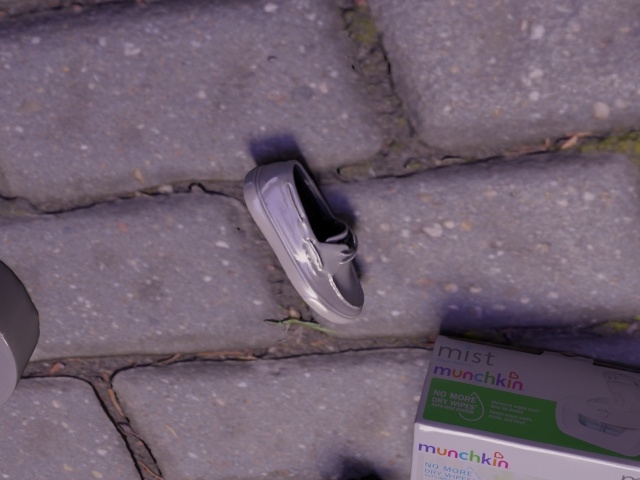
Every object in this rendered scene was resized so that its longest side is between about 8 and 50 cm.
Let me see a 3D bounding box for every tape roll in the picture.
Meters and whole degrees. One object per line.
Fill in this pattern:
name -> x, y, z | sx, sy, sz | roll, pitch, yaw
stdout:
tape roll -> -0.414, 0.090, 1.602 | 0.219, 0.072, 0.219 | 9, 133, 9

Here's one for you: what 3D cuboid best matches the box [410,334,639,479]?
box -> 0.225, 0.230, 1.490 | 0.261, 0.127, 0.231 | 11, 136, 9

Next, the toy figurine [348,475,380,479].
toy figurine -> 0.080, 0.387, 1.662 | 0.209, 0.148, 0.213 | 21, 135, -1

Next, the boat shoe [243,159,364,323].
boat shoe -> 0.000, 0.000, 1.398 | 0.063, 0.066, 0.184 | -17, 115, 31
